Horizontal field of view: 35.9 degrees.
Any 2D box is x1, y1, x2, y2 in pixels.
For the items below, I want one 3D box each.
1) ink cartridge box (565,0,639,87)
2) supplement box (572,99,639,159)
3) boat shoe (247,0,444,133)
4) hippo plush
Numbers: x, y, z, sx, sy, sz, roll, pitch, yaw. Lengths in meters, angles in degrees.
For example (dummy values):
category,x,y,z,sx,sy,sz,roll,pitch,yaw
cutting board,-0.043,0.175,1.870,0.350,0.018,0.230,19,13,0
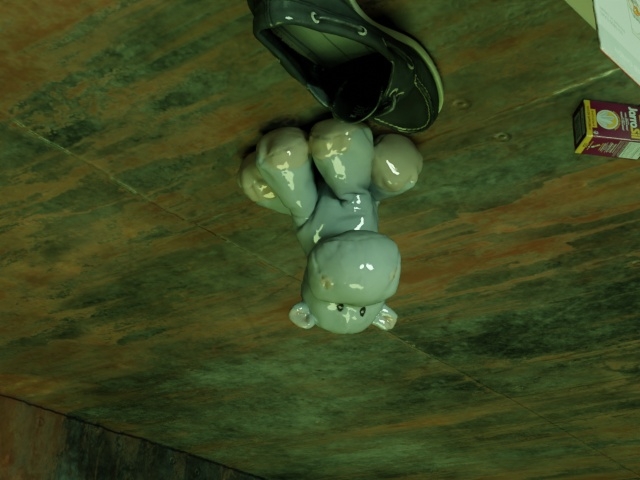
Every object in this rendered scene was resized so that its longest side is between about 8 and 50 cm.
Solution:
category,x,y,z,sx,sy,sz,roll,pitch,yaw
ink cartridge box,0.288,-0.195,0.901,0.060,0.238,0.275,-22,144,39
supplement box,0.357,-0.136,1.214,0.083,0.055,0.043,5,153,-7
boat shoe,0.033,-0.186,1.080,0.127,0.113,0.340,-12,150,26
hippo plush,0.000,0.000,1.312,0.234,0.236,0.294,9,152,-12
